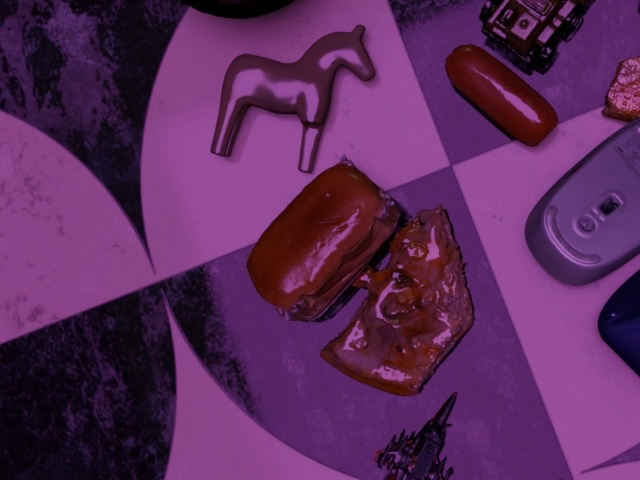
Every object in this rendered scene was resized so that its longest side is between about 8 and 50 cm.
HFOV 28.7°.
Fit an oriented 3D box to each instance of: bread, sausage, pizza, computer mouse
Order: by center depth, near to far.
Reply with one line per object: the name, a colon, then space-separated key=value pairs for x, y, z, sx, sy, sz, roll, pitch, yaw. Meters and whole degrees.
computer mouse: x=0.430 y=-0.055 z=1.825 sx=0.288 sy=0.097 sz=0.159 roll=-40 pitch=78 yaw=-5
pizza: x=0.494 y=-0.226 z=1.854 sx=0.160 sy=0.036 sz=0.099 roll=-9 pitch=85 yaw=10
sausage: x=0.270 y=-0.221 z=1.879 sx=0.197 sy=0.076 sz=0.076 roll=43 pitch=94 yaw=12
bread: x=0.000 y=0.000 z=1.882 sx=0.241 sy=0.107 sz=0.136 roll=-48 pitch=57 yaw=5
pizza: x=0.136 y=0.092 z=1.883 sx=0.189 sy=0.071 sz=0.297 roll=33 pitch=92 yaw=12

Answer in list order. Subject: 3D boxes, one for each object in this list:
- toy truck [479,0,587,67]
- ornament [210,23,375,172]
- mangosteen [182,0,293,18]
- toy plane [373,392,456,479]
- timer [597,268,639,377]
toy truck: x=0.350 y=-0.393 z=1.851 sx=0.127 sy=0.127 sz=0.257 roll=39 pitch=90 yaw=12
ornament: x=-0.038 y=-0.231 z=1.944 sx=0.230 sy=0.061 sz=0.244 roll=13 pitch=92 yaw=10
mangosteen: x=-0.118 y=-0.492 z=1.858 sx=0.297 sy=0.297 sz=0.313 roll=30 pitch=134 yaw=12
toy plane: x=0.157 y=0.312 z=1.867 sx=0.130 sy=0.061 sz=0.189 roll=32 pitch=90 yaw=-12
timer: x=0.596 y=0.188 z=1.721 sx=0.270 sy=0.270 sz=0.383 roll=-37 pitch=95 yaw=6
